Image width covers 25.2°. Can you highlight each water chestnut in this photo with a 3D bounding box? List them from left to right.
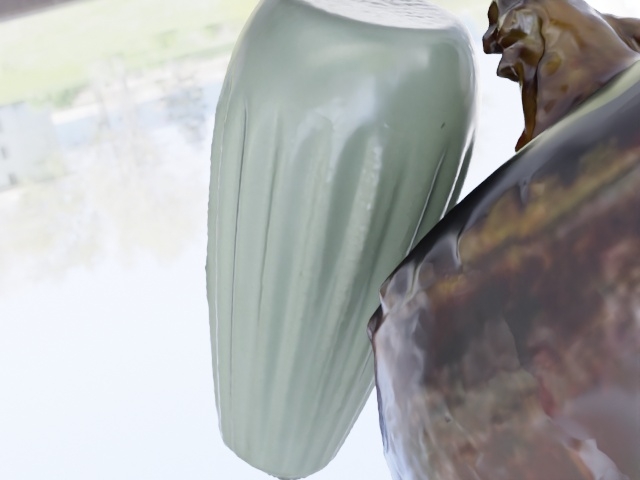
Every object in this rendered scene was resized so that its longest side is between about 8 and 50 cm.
[{"bbox_3d":[0.161,0.011,0.603,0.350,0.302,0.350,-32,172,-5],"label":"water chestnut"}]

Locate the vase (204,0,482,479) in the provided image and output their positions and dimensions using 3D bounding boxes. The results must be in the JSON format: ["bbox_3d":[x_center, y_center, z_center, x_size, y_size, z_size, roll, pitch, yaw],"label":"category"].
[{"bbox_3d":[0.000,0.000,0.715,0.128,0.248,0.128,10,-158,-4],"label":"vase"}]
